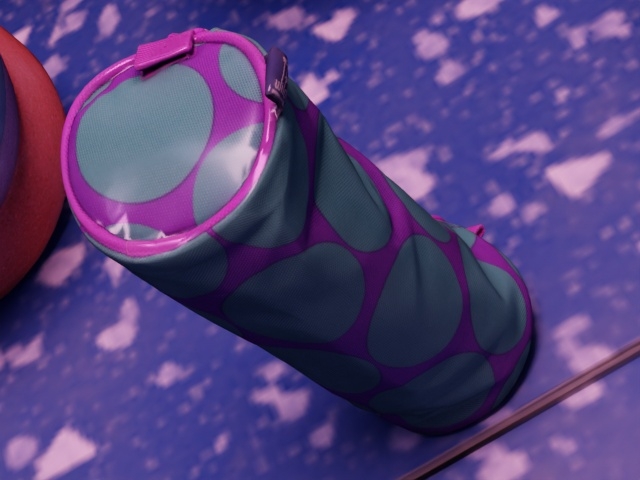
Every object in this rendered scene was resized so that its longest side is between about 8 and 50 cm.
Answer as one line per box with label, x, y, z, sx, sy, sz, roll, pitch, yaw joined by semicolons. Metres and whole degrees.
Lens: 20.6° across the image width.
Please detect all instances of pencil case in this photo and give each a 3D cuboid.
pencil case;0.000;0.000;0.478;0.064;0.151;0.070;-9;62;30

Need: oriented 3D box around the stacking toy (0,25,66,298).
stacking toy;-0.231;-0.115;0.627;0.279;0.130;0.309;-6;76;12
